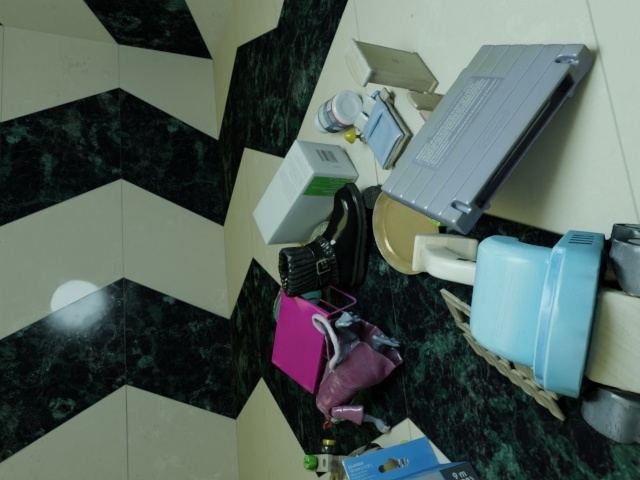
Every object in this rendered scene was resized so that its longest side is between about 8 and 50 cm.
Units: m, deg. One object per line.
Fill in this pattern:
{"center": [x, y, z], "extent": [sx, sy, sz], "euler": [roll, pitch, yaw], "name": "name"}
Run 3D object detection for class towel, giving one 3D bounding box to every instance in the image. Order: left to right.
{"center": [0.207, -0.072, 1.179], "extent": [0.119, 0.029, 0.067], "euler": [-51, 53, 52], "name": "towel"}

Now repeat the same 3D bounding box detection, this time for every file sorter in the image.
{"center": [-0.015, 0.307, 1.442], "extent": [0.202, 0.182, 0.290], "euler": [25, 115, 37], "name": "file sorter"}

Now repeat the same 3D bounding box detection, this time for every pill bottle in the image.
{"center": [0.051, -0.410, 1.403], "extent": [0.180, 0.108, 0.107], "euler": [178, 91, -65], "name": "pill bottle"}

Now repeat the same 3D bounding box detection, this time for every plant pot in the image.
{"center": [0.222, -0.031, 1.107], "extent": [0.236, 0.032, 0.236], "euler": [25, 121, 51], "name": "plant pot"}

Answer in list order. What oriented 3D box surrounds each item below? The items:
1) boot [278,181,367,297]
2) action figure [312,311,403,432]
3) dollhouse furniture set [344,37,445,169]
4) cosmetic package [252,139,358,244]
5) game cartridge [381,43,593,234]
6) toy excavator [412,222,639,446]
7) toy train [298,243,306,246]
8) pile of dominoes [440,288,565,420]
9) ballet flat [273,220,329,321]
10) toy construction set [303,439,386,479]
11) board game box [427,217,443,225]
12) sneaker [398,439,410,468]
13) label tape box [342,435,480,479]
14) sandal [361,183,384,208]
{"center": [0.001, 0.002, 1.308], "extent": [0.131, 0.260, 0.347], "euler": [-142, 50, -68], "name": "boot"}
{"center": [0.072, 0.411, 1.234], "extent": [0.248, 0.276, 0.370], "euler": [46, 118, 47], "name": "action figure"}
{"center": [0.143, -0.302, 1.111], "extent": [0.303, 0.198, 0.286], "euler": [118, 143, -46], "name": "dollhouse furniture set"}
{"center": [-0.062, -0.153, 1.474], "extent": [0.365, 0.197, 0.155], "euler": [-54, 52, 40], "name": "cosmetic package"}
{"center": [0.285, -0.199, 0.792], "extent": [0.355, 0.068, 0.230], "euler": [-54, 31, 3], "name": "game cartridge"}
{"center": [0.309, 0.064, 0.689], "extent": [0.445, 0.433, 0.222], "euler": [11, 103, 32], "name": "toy excavator"}
{"center": [-0.039, -0.030, 1.686], "extent": [0.166, 0.046, 0.125], "euler": [166, 118, -69], "name": "toy train"}
{"center": [0.348, 0.199, 0.809], "extent": [0.196, 0.040, 0.251], "euler": [57, 172, -30], "name": "pile of dominoes"}
{"center": [-0.042, 0.122, 1.607], "extent": [0.182, 0.164, 0.482], "euler": [-88, 21, -51], "name": "ballet flat"}
{"center": [0.072, 0.657, 1.101], "extent": [0.309, 0.237, 0.257], "euler": [5, 71, 65], "name": "toy construction set"}
{"center": [0.299, -0.121, 0.913], "extent": [0.043, 0.092, 0.181], "euler": [47, 132, 53], "name": "board game box"}
{"center": [0.238, 0.602, 1.121], "extent": [0.059, 0.053, 0.144], "euler": [110, 153, -47], "name": "sneaker"}
{"center": [0.231, 0.574, 0.899], "extent": [0.347, 0.249, 0.115], "euler": [-119, 37, -45], "name": "label tape box"}
{"center": [0.188, -0.134, 1.219], "extent": [0.179, 0.040, 0.067], "euler": [-17, 80, 49], "name": "sandal"}
